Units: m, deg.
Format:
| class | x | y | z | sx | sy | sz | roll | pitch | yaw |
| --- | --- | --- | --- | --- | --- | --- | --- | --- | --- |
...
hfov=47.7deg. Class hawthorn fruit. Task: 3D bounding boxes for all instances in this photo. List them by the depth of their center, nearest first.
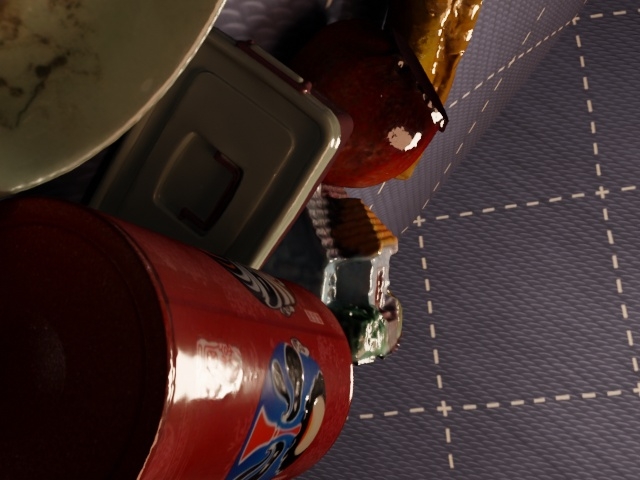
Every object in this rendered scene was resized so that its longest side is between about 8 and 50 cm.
| class | x | y | z | sx | sy | sz | roll | pitch | yaw |
| --- | --- | --- | --- | --- | --- | --- | --- | --- | --- |
| hawthorn fruit | 0.035 | -0.169 | 0.966 | 0.249 | 0.215 | 0.215 | -34 | -176 | 46 |

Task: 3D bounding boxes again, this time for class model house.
| class | x | y | z | sx | sy | sz | roll | pitch | yaw |
| --- | --- | --- | --- | --- | --- | --- | --- | --- | --- |
| model house | 0.000 | 0.000 | 1.230 | 0.360 | 0.297 | 0.339 | -6 | 100 | -73 |

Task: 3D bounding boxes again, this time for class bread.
| class | x | y | z | sx | sy | sz | roll | pitch | yaw |
| --- | --- | --- | --- | --- | --- | --- | --- | --- | --- |
| bread | 0.131 | -0.270 | 1.098 | 0.109 | 0.185 | 0.380 | 0 | 142 | -12 |

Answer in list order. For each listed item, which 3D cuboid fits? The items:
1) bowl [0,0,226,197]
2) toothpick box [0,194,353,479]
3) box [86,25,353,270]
| class | x | y | z | sx | sy | sz | roll | pitch | yaw |
| --- | --- | --- | --- | --- | --- | --- | --- | --- | --- |
| bowl | -0.171 | -0.174 | 0.353 | 0.289 | 0.146 | 0.289 | -47 | 165 | -17 |
| toothpick box | -0.116 | 0.102 | 0.544 | 0.204 | 0.204 | 0.333 | -53 | 158 | 4 |
| box | -0.100 | -0.070 | 0.790 | 0.294 | 0.193 | 0.167 | -55 | 173 | 20 |
